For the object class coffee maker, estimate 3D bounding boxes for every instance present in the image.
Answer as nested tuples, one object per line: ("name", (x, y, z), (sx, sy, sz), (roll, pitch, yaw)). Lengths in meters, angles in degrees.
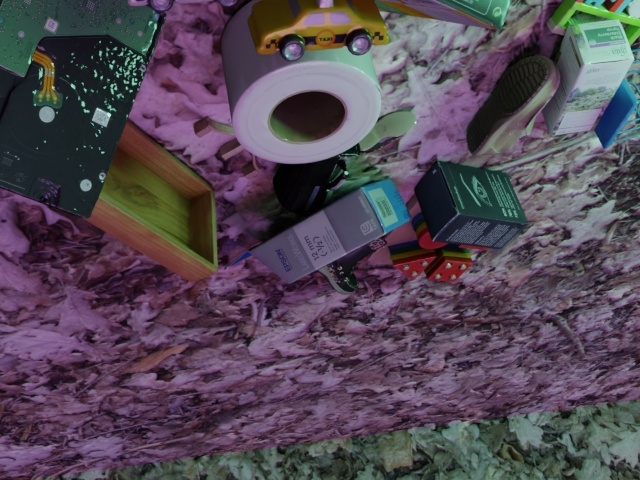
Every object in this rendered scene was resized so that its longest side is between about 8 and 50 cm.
("coffee maker", (-0.032, -0.151, 1.464), (0.171, 0.120, 0.178), (16, 137, -14))

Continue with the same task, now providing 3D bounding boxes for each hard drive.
("hard drive", (-0.381, -0.227, 1.047), (0.064, 0.338, 0.237), (14, 173, 46))

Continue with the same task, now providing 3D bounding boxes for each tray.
("tray", (-0.336, -0.095, 1.331), (0.076, 0.202, 0.411), (-20, 147, 20))

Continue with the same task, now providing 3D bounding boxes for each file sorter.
("file sorter", (0.611, -0.284, 1.465), (0.105, 0.118, 0.170), (-15, 158, -5))

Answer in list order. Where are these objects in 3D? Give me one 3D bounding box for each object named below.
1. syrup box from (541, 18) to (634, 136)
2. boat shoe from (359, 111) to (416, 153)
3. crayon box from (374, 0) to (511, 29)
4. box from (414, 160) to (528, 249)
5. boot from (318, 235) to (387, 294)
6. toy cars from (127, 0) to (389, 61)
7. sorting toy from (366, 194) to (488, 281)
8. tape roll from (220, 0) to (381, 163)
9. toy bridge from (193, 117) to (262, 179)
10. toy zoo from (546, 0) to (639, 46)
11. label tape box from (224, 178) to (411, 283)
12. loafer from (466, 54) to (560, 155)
("syrup box", (0.497, -0.303, 1.403), (0.093, 0.096, 0.236), (-8, 155, -2))
("boat shoe", (0.130, -0.217, 1.478), (0.133, 0.048, 0.042), (-28, 173, 8))
("crayon box", (0.094, -0.385, 1.051), (0.203, 0.323, 0.083), (11, 103, -34))
("box", (0.337, -0.077, 1.661), (0.207, 0.153, 0.108), (7, 142, -27))
("boot", (0.090, 0.041, 1.802), (0.179, 0.085, 0.236), (-26, 143, 15))
("toy cars", (-0.093, -0.350, 1.019), (0.394, 0.176, 0.087), (24, 141, 15))
("sorting toy", (0.288, 0.008, 1.824), (0.256, 0.089, 0.257), (6, 142, -28))
("tape roll", (-0.035, -0.265, 1.218), (0.246, 0.169, 0.246), (-8, 149, -5))
("toy bridge", (-0.165, -0.181, 1.432), (0.063, 0.026, 0.188), (-27, 145, 17))
("toy zoo", (0.557, -0.465, 1.280), (0.193, 0.030, 0.293), (4, 143, -25))
("label tape box", (0.000, 0.000, 1.580), (0.348, 0.115, 0.249), (-30, 179, 20))
("loafer", (0.390, -0.263, 1.463), (0.092, 0.101, 0.268), (1, 153, -24))
